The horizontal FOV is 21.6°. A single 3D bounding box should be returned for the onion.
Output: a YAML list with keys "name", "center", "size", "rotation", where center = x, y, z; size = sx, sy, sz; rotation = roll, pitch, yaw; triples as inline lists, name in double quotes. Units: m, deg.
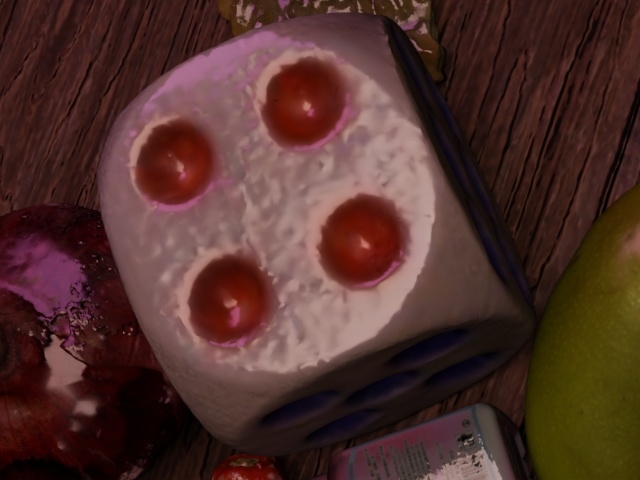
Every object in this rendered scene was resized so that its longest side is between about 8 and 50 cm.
- name: "onion"
  center: [-0.226, 0.090, 1.332]
  size: [0.252, 0.219, 0.252]
  rotation: [-2, 86, 23]

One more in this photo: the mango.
- name: "mango"
  center: [0.248, 0.081, 1.242]
  size: [0.175, 0.143, 0.293]
  rotation: [25, 99, 12]

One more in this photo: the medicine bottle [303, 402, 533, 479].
- name: "medicine bottle"
  center: [0.065, 0.198, 1.280]
  size: [0.188, 0.119, 0.094]
  rotation: [-21, 71, 12]

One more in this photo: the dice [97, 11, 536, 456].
- name: "dice"
  center: [0.000, 0.000, 1.272]
  size: [0.251, 0.243, 0.259]
  rotation: [-25, 72, 10]

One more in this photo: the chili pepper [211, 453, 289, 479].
- name: "chili pepper"
  center: [-0.053, 0.231, 1.338]
  size: [0.070, 0.073, 0.123]
  rotation: [2, 81, -26]

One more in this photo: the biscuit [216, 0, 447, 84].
- name: "biscuit"
  center: [-0.004, -0.235, 1.417]
  size: [0.187, 0.036, 0.274]
  rotation: [-19, 76, 12]
